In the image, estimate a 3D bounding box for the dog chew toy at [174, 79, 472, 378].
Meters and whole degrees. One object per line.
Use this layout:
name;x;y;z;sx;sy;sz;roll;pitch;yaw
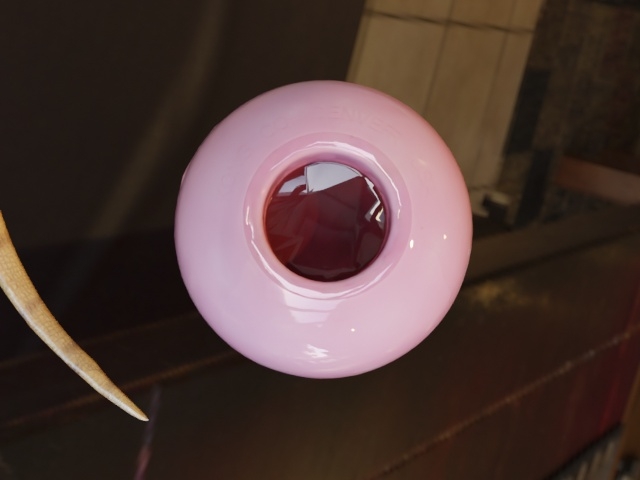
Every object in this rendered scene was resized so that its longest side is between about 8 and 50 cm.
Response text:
dog chew toy;0.000;0.000;1.095;0.332;0.207;0.206;104;6;-84

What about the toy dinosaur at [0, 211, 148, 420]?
toy dinosaur;-0.109;-0.058;0.373;0.112;0.064;0.211;-115;-172;-58
